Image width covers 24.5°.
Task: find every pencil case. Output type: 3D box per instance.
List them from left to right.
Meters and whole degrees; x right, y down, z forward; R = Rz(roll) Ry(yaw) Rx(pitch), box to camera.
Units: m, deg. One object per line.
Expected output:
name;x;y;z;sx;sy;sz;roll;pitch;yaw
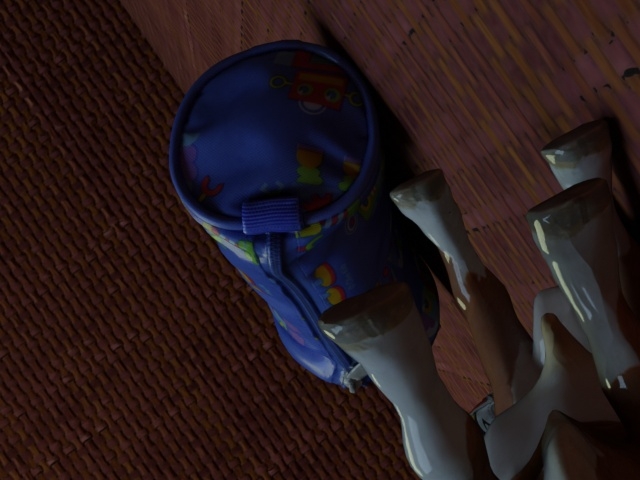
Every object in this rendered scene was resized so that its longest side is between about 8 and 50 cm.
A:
pencil case;0.000;0.000;0.927;0.306;0.119;0.133;63;-160;-64

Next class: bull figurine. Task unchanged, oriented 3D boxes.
bull figurine;0.084;0.074;0.416;0.310;0.101;0.188;-70;-44;-79

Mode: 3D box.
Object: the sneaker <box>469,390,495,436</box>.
sneaker;0.125;0.124;0.692;0.088;0.092;0.225;50;174;50
